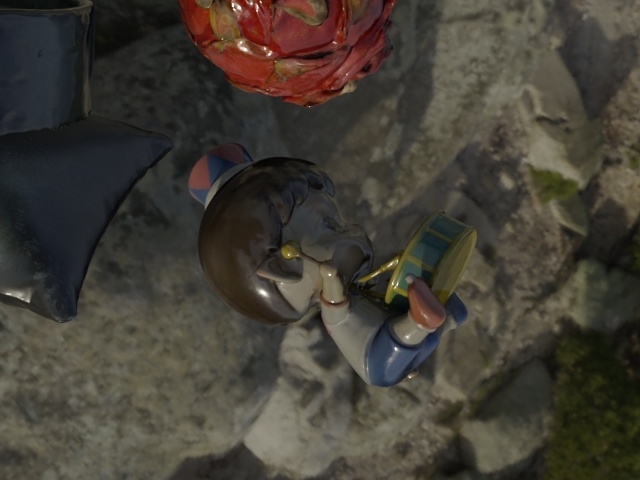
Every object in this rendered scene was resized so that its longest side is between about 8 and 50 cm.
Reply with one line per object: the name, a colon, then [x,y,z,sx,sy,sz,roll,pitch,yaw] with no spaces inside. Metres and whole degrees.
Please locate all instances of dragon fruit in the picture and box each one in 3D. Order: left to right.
dragon fruit: [-0.041,-0.304,1.253,0.277,0.277,0.342,-47,145,-11]

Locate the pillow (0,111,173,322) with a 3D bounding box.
pillow: [-0.241,-0.044,0.696,0.186,0.250,0.106,-73,175,-45]

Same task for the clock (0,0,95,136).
clock: [-0.242,-0.103,0.487,0.280,0.280,0.055,-6,113,-43]

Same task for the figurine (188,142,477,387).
figurine: [-0.005,0.008,0.924,0.158,0.275,0.161,-63,166,1]
